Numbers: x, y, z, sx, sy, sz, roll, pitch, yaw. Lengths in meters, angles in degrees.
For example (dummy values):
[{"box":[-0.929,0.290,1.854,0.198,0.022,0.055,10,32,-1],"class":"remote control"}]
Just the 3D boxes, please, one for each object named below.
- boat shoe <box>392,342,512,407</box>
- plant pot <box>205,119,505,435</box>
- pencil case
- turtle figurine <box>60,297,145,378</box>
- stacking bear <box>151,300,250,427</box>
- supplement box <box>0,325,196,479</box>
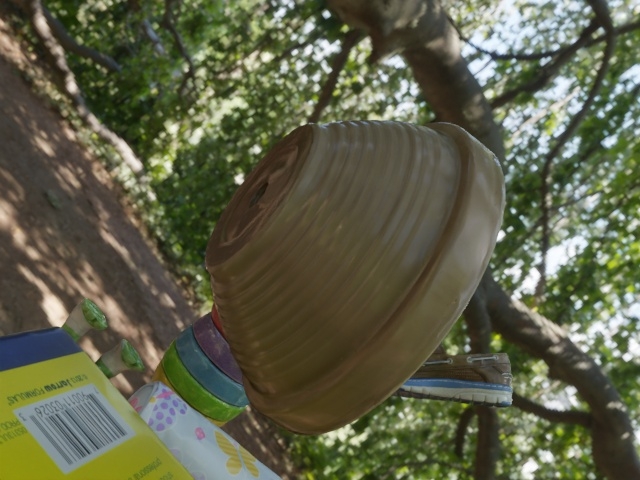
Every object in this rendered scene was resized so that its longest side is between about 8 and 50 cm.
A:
[{"box":[0.121,0.143,0.873,0.066,0.183,0.066,79,19,-72],"class":"boat shoe"},{"box":[0.000,0.000,0.527,0.109,0.237,0.237,36,7,-21],"class":"plant pot"},{"box":[-0.137,0.287,0.923,0.273,0.124,0.113,44,15,-13],"class":"pencil case"},{"box":[-0.395,0.222,1.103,0.198,0.266,0.275,49,-7,13],"class":"turtle figurine"},{"box":[-0.187,0.233,1.203,0.164,0.289,0.175,41,8,-13],"class":"stacking bear"},{"box":[-0.132,0.244,0.403,0.356,0.194,0.195,46,6,7],"class":"supplement box"}]
